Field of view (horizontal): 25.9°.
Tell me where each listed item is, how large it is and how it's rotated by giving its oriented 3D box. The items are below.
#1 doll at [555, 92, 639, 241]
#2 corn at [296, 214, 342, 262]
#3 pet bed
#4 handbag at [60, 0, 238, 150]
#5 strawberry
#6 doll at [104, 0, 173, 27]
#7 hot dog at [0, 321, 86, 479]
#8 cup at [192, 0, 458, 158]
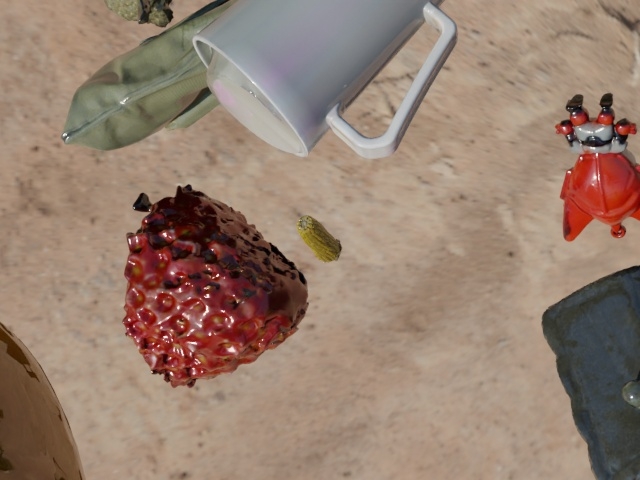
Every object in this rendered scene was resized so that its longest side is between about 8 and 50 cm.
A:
[{"bbox_3d":[0.270,-0.063,1.319,0.109,0.169,0.057,-3,47,23],"label":"doll"},{"bbox_3d":[0.000,0.000,1.425,0.028,0.083,0.027,6,68,26],"label":"corn"},{"bbox_3d":[0.320,0.131,1.319,0.183,0.159,0.211,-16,61,6],"label":"pet bed"},{"bbox_3d":[-0.138,-0.193,1.540,0.253,0.316,0.109,-29,96,11],"label":"handbag"},{"bbox_3d":[-0.096,0.047,1.529,0.178,0.234,0.234,0,92,41],"label":"strawberry"},{"bbox_3d":[-0.217,-0.337,1.416,0.091,0.202,0.286,-34,125,-10],"label":"doll"},{"bbox_3d":[-0.103,0.151,0.336,0.135,0.100,0.337,-14,68,-2],"label":"hot dog"},{"bbox_3d":[0.013,-0.091,0.643,0.116,0.074,0.104,-43,69,-8],"label":"cup"}]
